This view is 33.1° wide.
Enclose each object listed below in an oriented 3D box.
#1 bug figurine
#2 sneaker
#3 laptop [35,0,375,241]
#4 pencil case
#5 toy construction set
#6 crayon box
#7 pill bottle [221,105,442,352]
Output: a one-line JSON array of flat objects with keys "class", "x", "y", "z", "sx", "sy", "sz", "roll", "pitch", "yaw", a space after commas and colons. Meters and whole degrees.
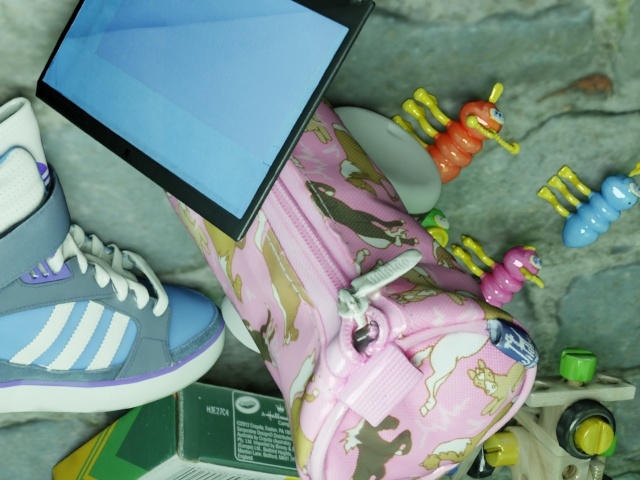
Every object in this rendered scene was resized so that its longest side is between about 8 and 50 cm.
[{"class": "bug figurine", "x": 0.163, "y": -0.022, "z": 0.985, "sx": 0.279, "sy": 0.072, "sz": 0.216, "roll": 20, "pitch": 122, "yaw": -34}, {"class": "sneaker", "x": -0.199, "y": 0.007, "z": 0.841, "sx": 0.323, "sy": 0.130, "sz": 0.236, "roll": -4, "pitch": 121, "yaw": -34}, {"class": "laptop", "x": -0.095, "y": -0.178, "z": 0.612, "sx": 0.137, "sy": 0.234, "sz": 0.264, "roll": -38, "pitch": 140, "yaw": -24}, {"class": "pencil case", "x": -0.019, "y": -0.017, "z": 0.711, "sx": 0.160, "sy": 0.386, "sz": 0.167, "roll": -2, "pitch": 132, "yaw": -33}, {"class": "toy construction set", "x": 0.185, "y": 0.197, "z": 1.135, "sx": 0.309, "sy": 0.257, "sz": 0.237, "roll": 6, "pitch": 113, "yaw": 4}, {"class": "crayon box", "x": -0.133, "y": 0.241, "z": 1.066, "sx": 0.202, "sy": 0.081, "sz": 0.318, "roll": 17, "pitch": 143, "yaw": -33}, {"class": "pill bottle", "x": 0.000, "y": 0.000, "z": 0.909, "sx": 0.117, "sy": 0.117, "sz": 0.215, "roll": 14, "pitch": 129, "yaw": -30}]
